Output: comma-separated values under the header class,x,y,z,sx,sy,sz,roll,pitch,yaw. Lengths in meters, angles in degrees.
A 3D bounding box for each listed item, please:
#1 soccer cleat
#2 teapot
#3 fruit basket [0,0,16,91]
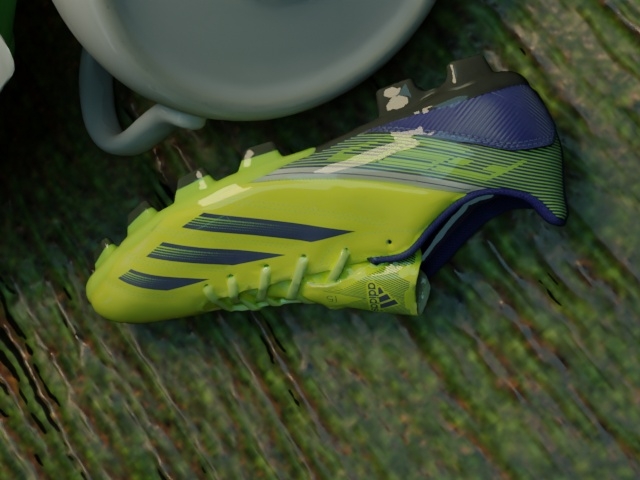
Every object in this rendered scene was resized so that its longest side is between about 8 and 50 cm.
class,x,y,z,sx,sy,sz,roll,pitch,yaw
soccer cleat,0.000,0.000,0.800,0.289,0.093,0.121,-24,86,13
teapot,-0.056,-0.196,0.787,0.256,0.253,0.187,-31,39,-8
fruit basket,-0.323,-0.139,0.832,0.353,0.165,0.327,-39,74,41
